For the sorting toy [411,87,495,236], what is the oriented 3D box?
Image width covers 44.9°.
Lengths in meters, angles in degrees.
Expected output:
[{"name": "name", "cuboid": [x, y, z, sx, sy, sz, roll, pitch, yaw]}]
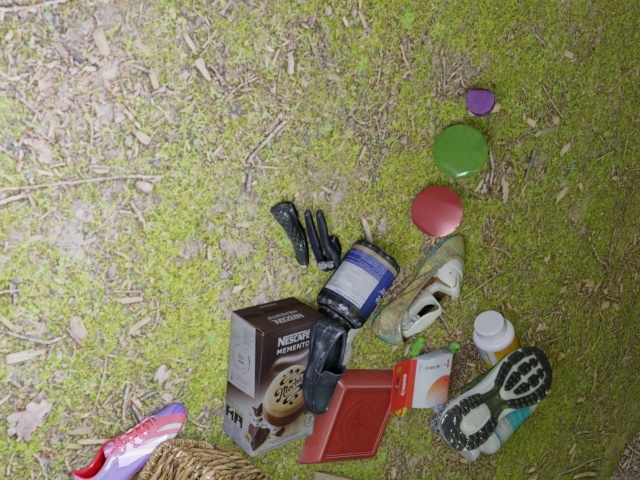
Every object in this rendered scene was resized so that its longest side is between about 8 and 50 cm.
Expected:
[{"name": "sorting toy", "cuboid": [0.331, -0.182, 1.850, 0.365, 0.127, 0.126, -70, 163, 4]}]

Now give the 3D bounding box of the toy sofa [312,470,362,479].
[{"name": "toy sofa", "cuboid": [-0.049, 0.670, 1.777, 0.363, 0.150, 0.177, -2, 91, -54]}]

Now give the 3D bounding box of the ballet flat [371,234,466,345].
[{"name": "ballet flat", "cuboid": [0.275, 0.130, 1.911, 0.348, 0.123, 0.123, -44, 132, -17]}]

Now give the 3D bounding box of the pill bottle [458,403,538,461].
[{"name": "pill bottle", "cuboid": [0.502, 0.522, 2.267, 0.264, 0.146, 0.146, -39, 130, -20]}]

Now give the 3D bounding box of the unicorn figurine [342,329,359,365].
[{"name": "unicorn figurine", "cuboid": [0.051, 0.227, 1.801, 0.162, 0.060, 0.111, -53, 130, -5]}]

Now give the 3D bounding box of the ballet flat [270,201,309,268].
[{"name": "ballet flat", "cuboid": [-0.058, -0.010, 1.616, 0.049, 0.057, 0.173, -13, 125, 9]}]

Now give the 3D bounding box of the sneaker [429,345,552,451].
[{"name": "sneaker", "cuboid": [0.449, 0.412, 2.099, 0.411, 0.182, 0.158, -27, 93, -24]}]

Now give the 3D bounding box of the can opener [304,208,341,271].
[{"name": "can opener", "cuboid": [0.000, 0.000, 1.654, 0.186, 0.059, 0.073, 65, 21, -46]}]

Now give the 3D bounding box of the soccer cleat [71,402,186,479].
[{"name": "soccer cleat", "cuboid": [-0.368, 0.402, 1.511, 0.248, 0.083, 0.095, -44, 118, -18]}]

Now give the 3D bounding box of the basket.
[{"name": "basket", "cuboid": [-0.258, 0.555, 1.552, 0.299, 0.223, 0.213, -63, 164, 6]}]

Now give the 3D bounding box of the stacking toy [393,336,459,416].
[{"name": "stacking toy", "cuboid": [0.289, 0.369, 2.077, 0.167, 0.052, 0.221, 10, 102, -43]}]

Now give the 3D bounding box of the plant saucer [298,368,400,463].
[{"name": "plant saucer", "cuboid": [0.089, 0.450, 1.946, 0.259, 0.048, 0.258, 10, 103, -44]}]

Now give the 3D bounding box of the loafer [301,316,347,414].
[{"name": "loafer", "cuboid": [0.012, 0.269, 1.609, 0.076, 0.078, 0.223, -11, 116, -41]}]

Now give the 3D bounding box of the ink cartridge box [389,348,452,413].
[{"name": "ink cartridge box", "cuboid": [0.261, 0.367, 1.995, 0.179, 0.045, 0.145, -11, 113, -39]}]

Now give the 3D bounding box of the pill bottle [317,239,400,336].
[{"name": "pill bottle", "cuboid": [0.070, 0.117, 1.713, 0.219, 0.123, 0.123, -54, 134, -13]}]

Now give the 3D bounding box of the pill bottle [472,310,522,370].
[{"name": "pill bottle", "cuboid": [0.500, 0.293, 2.179, 0.117, 0.117, 0.215, -45, 132, -16]}]

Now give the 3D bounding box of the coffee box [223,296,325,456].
[{"name": "coffee box", "cuboid": [-0.100, 0.287, 1.655, 0.168, 0.119, 0.297, -11, 117, -38]}]
